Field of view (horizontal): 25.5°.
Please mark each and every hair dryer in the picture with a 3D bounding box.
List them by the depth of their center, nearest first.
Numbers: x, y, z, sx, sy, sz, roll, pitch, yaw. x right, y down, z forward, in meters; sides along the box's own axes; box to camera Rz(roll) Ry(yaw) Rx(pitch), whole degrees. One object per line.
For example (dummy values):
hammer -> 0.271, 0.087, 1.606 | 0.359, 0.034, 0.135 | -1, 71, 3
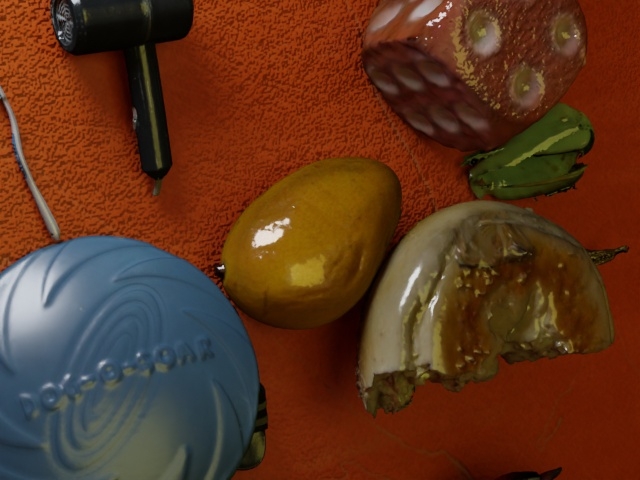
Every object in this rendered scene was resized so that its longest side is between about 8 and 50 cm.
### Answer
hair dryer -> -0.180, -0.148, 1.362 | 0.124, 0.071, 0.219 | -17, 107, -29

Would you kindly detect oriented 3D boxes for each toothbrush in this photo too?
toothbrush -> -0.276, -0.075, 1.323 | 0.017, 0.014, 0.162 | -28, 101, -24

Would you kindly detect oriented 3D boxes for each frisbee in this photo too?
frisbee -> -0.190, 0.127, 1.297 | 0.290, 0.049, 0.289 | 6, 69, -17

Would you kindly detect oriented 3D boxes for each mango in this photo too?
mango -> 0.000, 0.000, 1.440 | 0.227, 0.109, 0.147 | -38, 84, -26

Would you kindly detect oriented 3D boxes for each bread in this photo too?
bread -> 0.154, 0.056, 1.495 | 0.314, 0.171, 0.192 | -15, 95, -32

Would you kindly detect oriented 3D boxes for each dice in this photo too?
dice -> 0.163, -0.206, 1.501 | 0.174, 0.175, 0.179 | 46, 67, -24

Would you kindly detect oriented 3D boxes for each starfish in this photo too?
starfish -> 0.303, 0.033, 1.661 | 0.130, 0.041, 0.133 | -24, 108, -21

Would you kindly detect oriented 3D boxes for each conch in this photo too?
conch -> 0.244, -0.089, 1.614 | 0.170, 0.079, 0.105 | -30, 99, -12

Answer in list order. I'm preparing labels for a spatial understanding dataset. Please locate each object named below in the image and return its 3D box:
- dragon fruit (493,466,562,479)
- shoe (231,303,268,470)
dragon fruit -> 0.214, 0.380, 1.516 | 0.293, 0.234, 0.233 | -38, 109, -11
shoe -> -0.088, 0.148, 1.416 | 0.071, 0.049, 0.179 | -13, 96, -30
